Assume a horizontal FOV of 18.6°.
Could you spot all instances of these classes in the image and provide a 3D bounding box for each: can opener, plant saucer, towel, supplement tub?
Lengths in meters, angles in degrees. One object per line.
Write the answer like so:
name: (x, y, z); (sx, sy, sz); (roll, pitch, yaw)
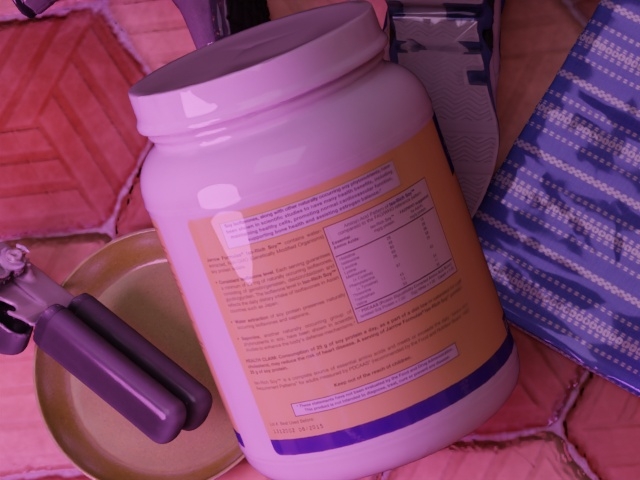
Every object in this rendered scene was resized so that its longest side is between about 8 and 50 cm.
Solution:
can opener: (-0.218, 0.090, 1.710); (0.280, 0.074, 0.093); (32, 121, 22)
plant saucer: (-0.138, 0.108, 1.729); (0.241, 0.037, 0.241); (-4, 75, 15)
towel: (0.279, -0.054, 1.655); (0.243, 0.040, 0.336); (30, 86, 21)
supplement tub: (0.000, 0.000, 1.548); (0.241, 0.241, 0.331); (-17, 105, 11)

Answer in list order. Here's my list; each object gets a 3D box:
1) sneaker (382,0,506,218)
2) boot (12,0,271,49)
sneaker: (0.112, -0.170, 1.688); (0.127, 0.182, 0.315); (8, 109, 13)
boot: (-0.185, -0.254, 1.806); (0.223, 0.118, 0.338); (-24, 60, 11)
